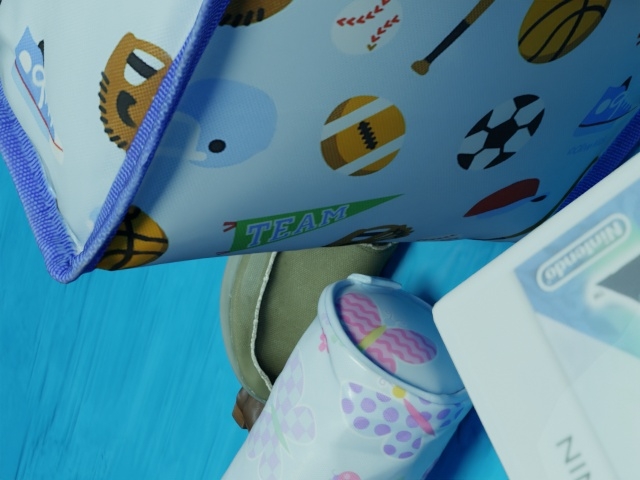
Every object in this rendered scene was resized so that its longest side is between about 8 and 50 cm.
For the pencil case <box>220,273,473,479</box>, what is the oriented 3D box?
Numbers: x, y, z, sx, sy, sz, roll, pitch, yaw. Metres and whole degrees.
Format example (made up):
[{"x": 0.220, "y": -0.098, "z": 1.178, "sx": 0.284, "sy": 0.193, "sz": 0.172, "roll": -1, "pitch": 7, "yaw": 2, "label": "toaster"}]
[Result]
[{"x": -0.006, "y": 0.153, "z": 0.806, "sx": 0.273, "sy": 0.113, "sz": 0.124, "roll": -59, "pitch": 27, "yaw": 27, "label": "pencil case"}]

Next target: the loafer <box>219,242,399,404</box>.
[{"x": 0.000, "y": 0.000, "z": 0.832, "sx": 0.087, "sy": 0.094, "sz": 0.251, "roll": 30, "pitch": 115, "yaw": 54, "label": "loafer"}]

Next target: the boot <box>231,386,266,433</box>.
[{"x": -0.023, "y": 0.100, "z": 0.920, "sx": 0.106, "sy": 0.037, "sz": 0.114, "roll": 36, "pitch": 114, "yaw": 45, "label": "boot"}]

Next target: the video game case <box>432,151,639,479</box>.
[{"x": 0.214, "y": 0.063, "z": 0.385, "sx": 0.329, "sy": 0.036, "sz": 0.300, "roll": -39, "pitch": 61, "yaw": 30, "label": "video game case"}]

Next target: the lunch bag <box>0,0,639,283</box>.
[{"x": 0.054, "y": -0.171, "z": 0.560, "sx": 0.239, "sy": 0.328, "sz": 0.385, "roll": 58, "pitch": 132, "yaw": 29, "label": "lunch bag"}]
